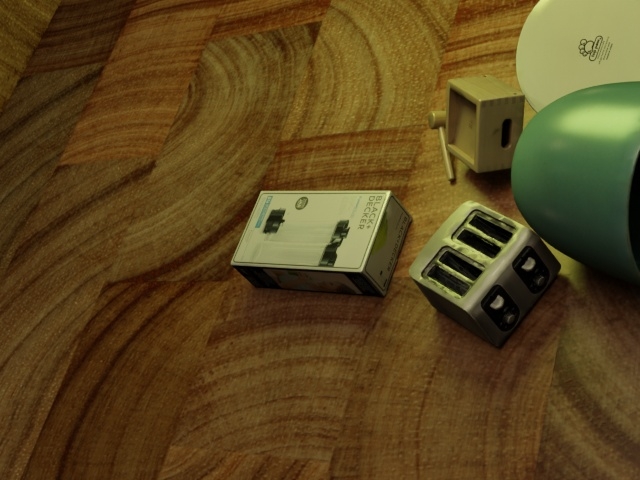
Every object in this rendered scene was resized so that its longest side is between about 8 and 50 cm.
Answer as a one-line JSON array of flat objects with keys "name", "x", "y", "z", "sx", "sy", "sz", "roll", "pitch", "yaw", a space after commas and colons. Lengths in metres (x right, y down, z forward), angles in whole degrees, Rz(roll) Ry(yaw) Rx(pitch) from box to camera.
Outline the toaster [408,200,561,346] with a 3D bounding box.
[{"name": "toaster", "x": 0.249, "y": 0.044, "z": 1.545, "sx": 0.168, "sy": 0.110, "sz": 0.186, "roll": -49, "pitch": 44, "yaw": -8}]

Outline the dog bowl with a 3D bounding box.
[{"name": "dog bowl", "x": 0.452, "y": -0.293, "z": 1.590, "sx": 0.265, "sy": 0.104, "sz": 0.264, "roll": -5, "pitch": 82, "yaw": 35}]

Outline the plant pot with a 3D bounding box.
[{"name": "plant pot", "x": 0.418, "y": -0.090, "z": 1.416, "sx": 0.235, "sy": 0.293, "sz": 0.293, "roll": 16, "pitch": 68, "yaw": 48}]

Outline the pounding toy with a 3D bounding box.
[{"name": "pounding toy", "x": 0.267, "y": -0.189, "z": 1.714, "sx": 0.094, "sy": 0.181, "sz": 0.206, "roll": -10, "pitch": 27, "yaw": -15}]

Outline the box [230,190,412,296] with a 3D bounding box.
[{"name": "box", "x": 0.000, "y": 0.000, "z": 1.768, "sx": 0.290, "sy": 0.087, "sz": 0.169, "roll": 3, "pitch": 60, "yaw": 36}]
